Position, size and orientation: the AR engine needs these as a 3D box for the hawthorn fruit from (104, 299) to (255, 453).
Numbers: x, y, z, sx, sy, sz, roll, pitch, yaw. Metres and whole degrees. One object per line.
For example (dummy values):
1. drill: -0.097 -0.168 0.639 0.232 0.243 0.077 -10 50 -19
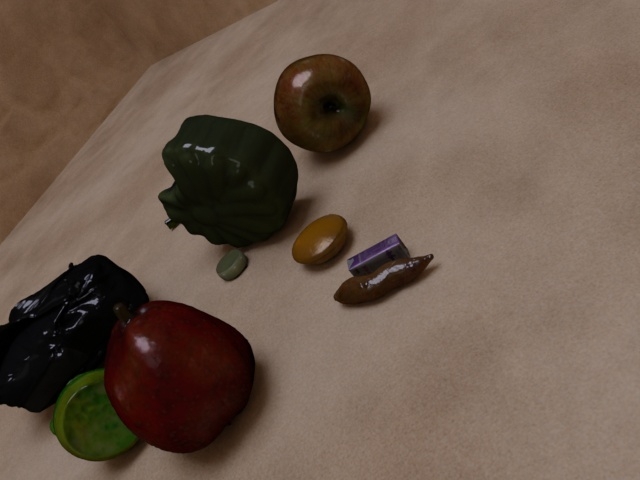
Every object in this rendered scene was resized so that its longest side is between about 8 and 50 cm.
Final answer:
1. hawthorn fruit: -0.274 0.233 1.173 0.265 0.307 0.265 -28 26 15

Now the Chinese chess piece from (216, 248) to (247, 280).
1. Chinese chess piece: -0.220 0.061 1.586 0.084 0.034 0.084 -29 32 21

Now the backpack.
1. backpack: -0.657 0.234 1.619 0.445 0.255 0.363 -51 20 -11

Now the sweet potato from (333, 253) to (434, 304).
1. sweet potato: 0.115 0.076 1.201 0.218 0.051 0.065 -24 33 25

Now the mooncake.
1. mooncake: -0.227 -0.131 1.564 0.351 0.351 0.187 -16 40 33

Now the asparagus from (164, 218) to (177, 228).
1. asparagus: -0.415 -0.100 1.986 0.036 0.030 0.165 41 80 19

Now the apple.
1. apple: -0.003 -0.365 1.686 0.264 0.264 0.264 -27 34 20

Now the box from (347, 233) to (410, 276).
1. box: 0.113 0.037 1.254 0.117 0.050 0.036 -27 32 16

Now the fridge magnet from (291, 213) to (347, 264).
1. fridge magnet: 0.000 0.000 1.405 0.143 0.063 0.143 -27 32 19

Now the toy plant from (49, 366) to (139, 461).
1. toy plant: -0.494 0.361 1.405 0.224 0.184 0.316 -45 16 -17
